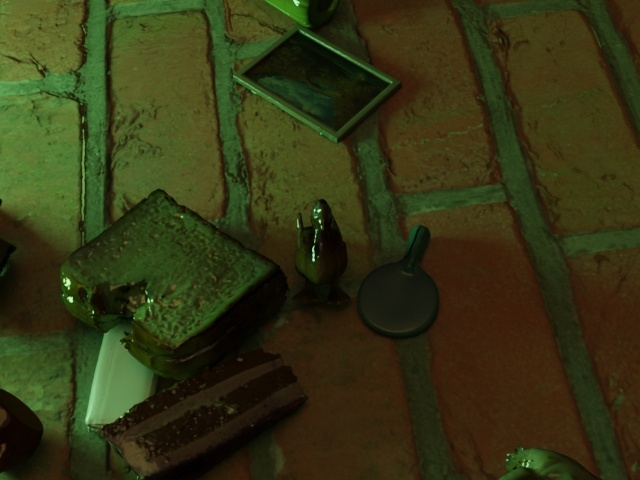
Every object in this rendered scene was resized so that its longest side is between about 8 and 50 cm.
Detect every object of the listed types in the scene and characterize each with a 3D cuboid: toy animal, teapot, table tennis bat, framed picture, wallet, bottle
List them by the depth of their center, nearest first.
[{"bbox_3d":[-0.447,0.267,1.430,0.116,0.116,0.173,-25,30,-16],"label":"teapot"},{"bbox_3d":[-0.279,0.197,1.513,0.095,0.033,0.190,0,52,4],"label":"wallet"},{"bbox_3d":[0.000,0.000,1.570,0.089,0.179,0.188,-1,27,-1],"label":"toy animal"},{"bbox_3d":[0.129,0.060,1.601,0.124,0.033,0.201,15,57,11],"label":"table tennis bat"},{"bbox_3d":[-0.007,-0.285,1.875,0.250,0.016,0.184,34,61,25],"label":"framed picture"},{"bbox_3d":[-0.084,-0.504,1.984,0.260,0.112,0.112,37,62,26],"label":"bottle"}]

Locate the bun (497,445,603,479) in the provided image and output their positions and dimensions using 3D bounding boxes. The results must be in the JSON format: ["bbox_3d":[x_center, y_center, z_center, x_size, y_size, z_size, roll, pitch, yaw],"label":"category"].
[{"bbox_3d":[0.263,0.376,1.249,0.281,0.205,0.282,-1,55,1],"label":"bun"}]

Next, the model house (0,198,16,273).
[{"bbox_3d":[-0.551,-0.030,1.617,0.180,0.176,0.248,31,18,-17],"label":"model house"}]

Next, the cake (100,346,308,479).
[{"bbox_3d":[-0.157,0.250,1.448,0.295,0.113,0.116,-26,61,-30],"label":"cake"}]

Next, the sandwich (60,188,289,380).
[{"bbox_3d":[-0.222,0.068,1.544,0.273,0.095,0.249,31,48,24],"label":"sandwich"}]
